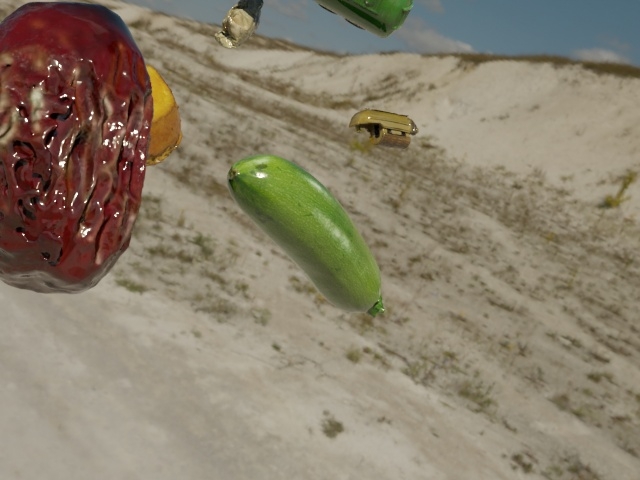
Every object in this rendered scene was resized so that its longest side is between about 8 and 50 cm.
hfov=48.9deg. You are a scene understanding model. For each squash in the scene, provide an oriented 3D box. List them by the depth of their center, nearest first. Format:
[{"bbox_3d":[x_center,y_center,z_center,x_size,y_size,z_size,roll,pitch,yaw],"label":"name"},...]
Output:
[{"bbox_3d":[0.000,0.000,0.989,0.107,0.107,0.395,32,-12,43],"label":"squash"}]

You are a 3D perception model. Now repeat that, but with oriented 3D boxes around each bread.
[{"bbox_3d":[-0.479,-0.300,1.659,0.312,0.172,0.312,9,42,-9],"label":"bread"}]

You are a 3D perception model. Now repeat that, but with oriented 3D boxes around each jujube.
[{"bbox_3d":[-0.343,-0.124,0.909,0.258,0.377,0.258,8,-16,2],"label":"jujube"}]

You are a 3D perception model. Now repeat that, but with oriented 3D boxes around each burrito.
[{"bbox_3d":[-0.107,-0.295,0.950,0.041,0.055,0.149,24,31,-6],"label":"burrito"}]

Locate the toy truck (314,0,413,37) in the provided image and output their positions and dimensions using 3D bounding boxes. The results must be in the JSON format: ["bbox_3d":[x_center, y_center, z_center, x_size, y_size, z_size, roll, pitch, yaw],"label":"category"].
[{"bbox_3d":[0.006,-0.347,0.898,0.242,0.101,0.125,28,26,-2],"label":"toy truck"}]

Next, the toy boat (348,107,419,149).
[{"bbox_3d":[0.166,-0.286,1.823,0.226,0.088,0.068,1,-8,-43],"label":"toy boat"}]
